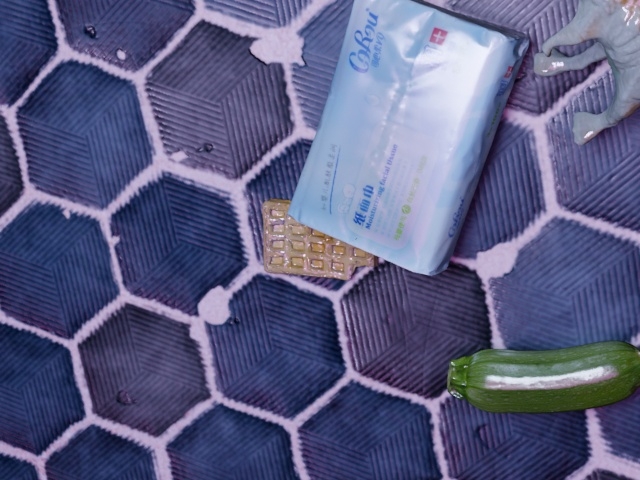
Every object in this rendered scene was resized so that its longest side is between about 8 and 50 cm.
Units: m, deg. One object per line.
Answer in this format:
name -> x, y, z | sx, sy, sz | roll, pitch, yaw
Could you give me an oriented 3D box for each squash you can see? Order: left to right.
squash -> 0.244, 0.149, 1.333 | 0.219, 0.068, 0.077 | -4, 120, 17

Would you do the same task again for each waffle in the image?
waffle -> 0.000, 0.000, 1.388 | 0.135, 0.021, 0.092 | 5, 105, 16

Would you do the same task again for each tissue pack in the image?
tissue pack -> 0.087, -0.115, 1.281 | 0.177, 0.089, 0.263 | 23, 104, 17

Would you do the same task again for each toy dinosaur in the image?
toy dinosaur -> 0.304, -0.156, 1.181 | 0.393, 0.092, 0.205 | 40, 150, -10
